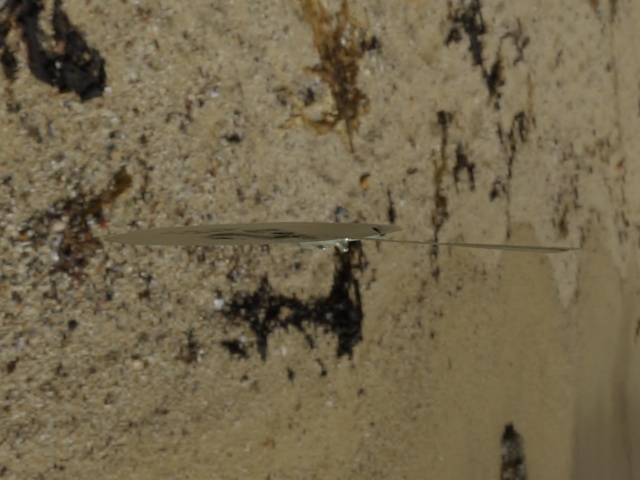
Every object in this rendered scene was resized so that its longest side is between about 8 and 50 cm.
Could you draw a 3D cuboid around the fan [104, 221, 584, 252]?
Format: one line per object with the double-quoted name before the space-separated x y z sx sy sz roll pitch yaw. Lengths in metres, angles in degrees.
"fan" 0.000 0.001 0.646 0.233 0.415 0.012 -7 97 -38
